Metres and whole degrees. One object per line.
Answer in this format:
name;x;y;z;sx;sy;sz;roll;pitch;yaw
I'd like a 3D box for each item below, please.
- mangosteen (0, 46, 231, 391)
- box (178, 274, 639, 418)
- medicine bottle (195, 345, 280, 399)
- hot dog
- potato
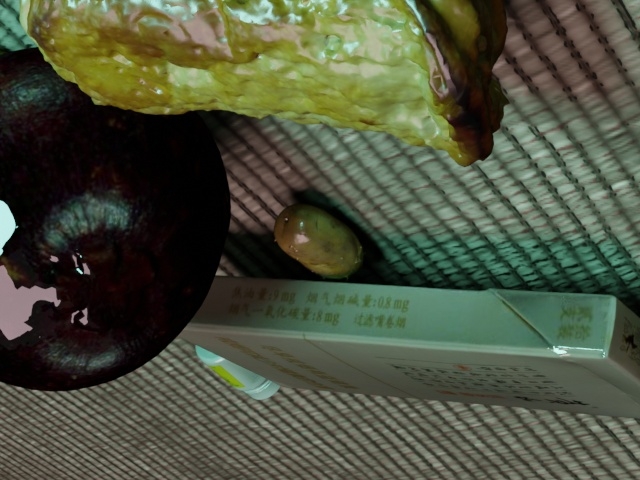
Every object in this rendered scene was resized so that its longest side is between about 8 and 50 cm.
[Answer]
mangosteen;-0.180;-0.027;1.075;0.228;0.228;0.265;37;-173;-35
box;0.082;0.081;1.238;0.365;0.051;0.204;3;163;31
medicine bottle;-0.070;0.104;1.435;0.047;0.047;0.083;0;149;34
hot dog;-0.025;-0.124;0.861;0.259;0.114;0.175;12;159;18
potato;0.000;0.000;1.181;0.051;0.040;0.083;-11;146;30
